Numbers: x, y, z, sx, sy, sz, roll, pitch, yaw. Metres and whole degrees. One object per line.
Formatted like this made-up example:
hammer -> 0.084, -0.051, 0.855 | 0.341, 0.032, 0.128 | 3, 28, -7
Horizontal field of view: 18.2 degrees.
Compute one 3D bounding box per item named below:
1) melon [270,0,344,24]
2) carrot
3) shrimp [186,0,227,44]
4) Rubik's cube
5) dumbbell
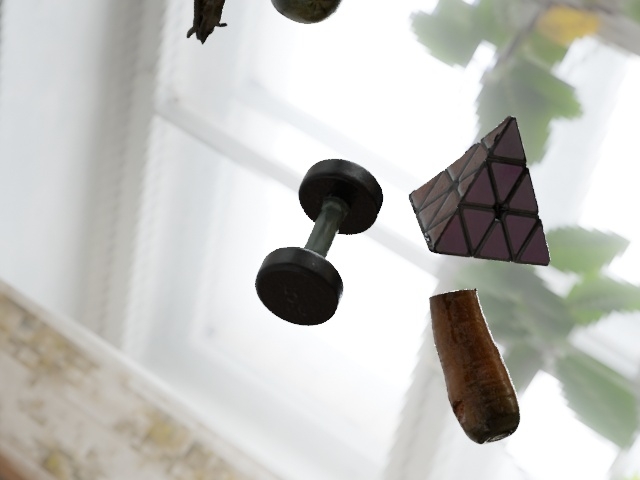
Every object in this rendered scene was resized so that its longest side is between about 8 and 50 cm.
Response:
melon -> -0.017, -0.315, 2.460 | 0.098, 0.098, 0.130 | -61, 18, 7
carrot -> 0.186, 0.154, 2.458 | 0.087, 0.193, 0.087 | -17, -14, -5
shrimp -> -0.133, -0.378, 2.045 | 0.085, 0.247, 0.360 | 0, -92, -49
Rubik's cube -> 0.217, -0.002, 2.545 | 0.211, 0.178, 0.190 | -39, 19, 45
dumbbell -> 0.000, 0.000, 2.277 | 0.100, 0.100, 0.191 | 96, -166, -46
